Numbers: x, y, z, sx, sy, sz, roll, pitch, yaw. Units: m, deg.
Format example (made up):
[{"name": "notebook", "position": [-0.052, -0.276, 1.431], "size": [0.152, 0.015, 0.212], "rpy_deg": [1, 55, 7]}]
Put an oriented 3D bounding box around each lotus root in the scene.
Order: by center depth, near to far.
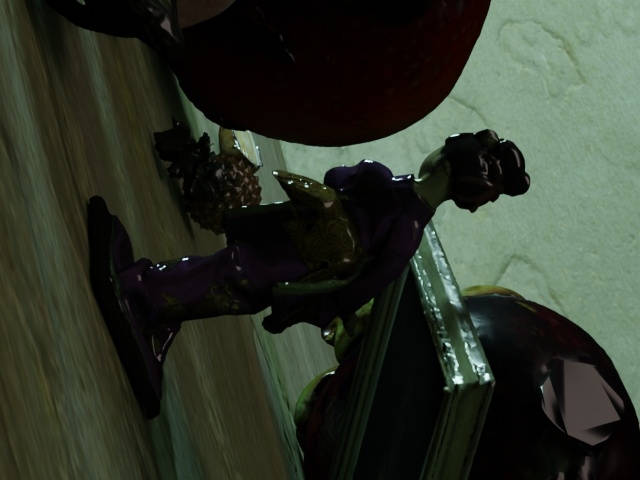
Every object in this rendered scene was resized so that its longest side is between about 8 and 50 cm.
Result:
[{"name": "lotus root", "position": [-0.080, -0.087, 1.848], "size": [0.037, 0.030, 0.083], "rpy_deg": [38, 18, -29]}]

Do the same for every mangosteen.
[{"name": "mangosteen", "position": [0.118, 0.175, 1.662], "size": [0.311, 0.311, 0.311], "rpy_deg": [-17, 90, -88]}]

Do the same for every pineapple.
[{"name": "pineapple", "position": [-0.080, -0.041, 1.314], "size": [0.124, 0.058, 0.058], "rpy_deg": [35, 36, -67]}]

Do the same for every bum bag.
[{"name": "bum bag", "position": [-0.110, -0.158, 1.022], "size": [0.102, 0.069, 0.248], "rpy_deg": [34, 17, -17]}]

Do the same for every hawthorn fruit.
[{"name": "hawthorn fruit", "position": [0.000, -0.210, 1.532], "size": [0.316, 0.316, 0.316], "rpy_deg": [-17, 90, -88]}]

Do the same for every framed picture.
[{"name": "framed picture", "position": [0.021, 0.151, 0.942], "size": [0.231, 0.018, 0.293], "rpy_deg": [-104, -154, -70]}]

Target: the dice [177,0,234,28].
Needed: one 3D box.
[{"name": "dice", "position": [-0.100, -0.191, 1.229], "size": [0.094, 0.093, 0.091], "rpy_deg": [71, 3, -51]}]

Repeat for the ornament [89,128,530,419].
[{"name": "ornament", "position": [-0.004, -0.003, 0.912], "size": [0.081, 0.203, 0.088], "rpy_deg": [-117, -175, -58]}]
